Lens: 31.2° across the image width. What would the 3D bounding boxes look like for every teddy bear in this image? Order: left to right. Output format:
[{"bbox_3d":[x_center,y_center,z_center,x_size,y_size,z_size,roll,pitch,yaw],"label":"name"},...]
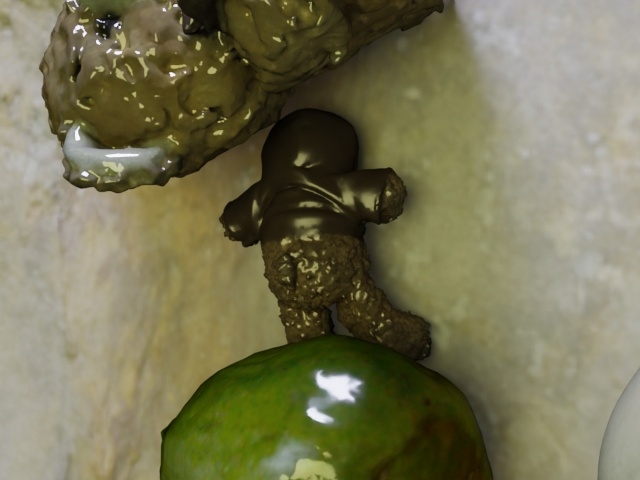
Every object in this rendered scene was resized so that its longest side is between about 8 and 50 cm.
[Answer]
[{"bbox_3d":[-0.050,-0.137,0.630,0.256,0.267,0.156,-30,122,12],"label":"teddy bear"},{"bbox_3d":[-0.004,0.002,0.661,0.119,0.078,0.160,-14,86,27],"label":"teddy bear"}]

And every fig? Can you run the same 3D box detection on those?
[{"bbox_3d":[-0.020,0.140,0.624,0.234,0.167,0.167,-12,86,26],"label":"fig"}]

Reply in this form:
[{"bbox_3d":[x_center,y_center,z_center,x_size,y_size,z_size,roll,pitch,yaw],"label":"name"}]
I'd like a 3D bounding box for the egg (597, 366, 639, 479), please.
[{"bbox_3d":[0.252,0.111,0.471,0.269,0.219,0.219,-3,90,22],"label":"egg"}]
